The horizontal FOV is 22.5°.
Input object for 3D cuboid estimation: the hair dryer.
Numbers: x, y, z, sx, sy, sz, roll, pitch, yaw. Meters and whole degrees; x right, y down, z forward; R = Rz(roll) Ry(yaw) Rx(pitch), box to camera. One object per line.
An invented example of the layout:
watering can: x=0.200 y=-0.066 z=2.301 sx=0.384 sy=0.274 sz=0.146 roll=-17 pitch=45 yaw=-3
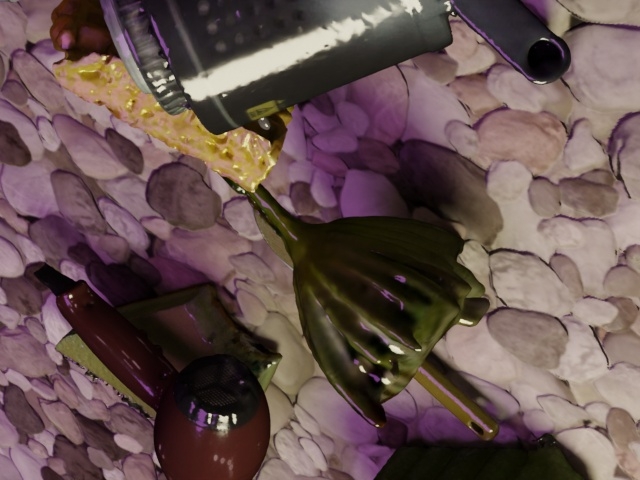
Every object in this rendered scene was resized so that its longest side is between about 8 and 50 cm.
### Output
hair dryer: x=-0.202 y=0.163 z=1.777 sx=0.340 sy=0.123 sz=0.312 roll=42 pitch=147 yaw=16

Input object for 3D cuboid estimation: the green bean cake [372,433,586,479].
green bean cake: x=0.174 y=0.340 z=1.655 sx=0.250 sy=0.156 sz=0.247 roll=-3 pitch=123 yaw=40

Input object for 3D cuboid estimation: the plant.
plant: x=-0.023 y=0.026 z=1.447 sx=0.334 sy=0.251 sz=0.180 roll=26 pitch=99 yaw=-9

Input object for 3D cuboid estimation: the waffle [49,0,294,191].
waffle: x=-0.127 y=-0.156 z=1.428 sx=0.229 sy=0.219 sz=0.057 roll=30 pitch=114 yaw=-7

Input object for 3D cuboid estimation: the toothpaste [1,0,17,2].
toothpaste: x=-0.363 y=-0.265 z=1.662 sx=0.170 sy=0.028 sz=0.045 roll=12 pitch=138 yaw=33

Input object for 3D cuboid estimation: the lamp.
lamp: x=-0.029 y=-0.197 z=1.249 sx=0.272 sy=0.205 sz=0.374 roll=-40 pitch=95 yaw=9

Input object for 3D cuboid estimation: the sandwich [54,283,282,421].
sandwich: x=-0.169 y=0.116 z=1.813 sx=0.245 sy=0.063 sz=0.212 roll=34 pitch=135 yaw=9

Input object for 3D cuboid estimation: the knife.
knife: x=0.055 y=0.074 z=1.618 sx=0.343 sy=0.027 sz=0.061 roll=42 pitch=144 yaw=6
